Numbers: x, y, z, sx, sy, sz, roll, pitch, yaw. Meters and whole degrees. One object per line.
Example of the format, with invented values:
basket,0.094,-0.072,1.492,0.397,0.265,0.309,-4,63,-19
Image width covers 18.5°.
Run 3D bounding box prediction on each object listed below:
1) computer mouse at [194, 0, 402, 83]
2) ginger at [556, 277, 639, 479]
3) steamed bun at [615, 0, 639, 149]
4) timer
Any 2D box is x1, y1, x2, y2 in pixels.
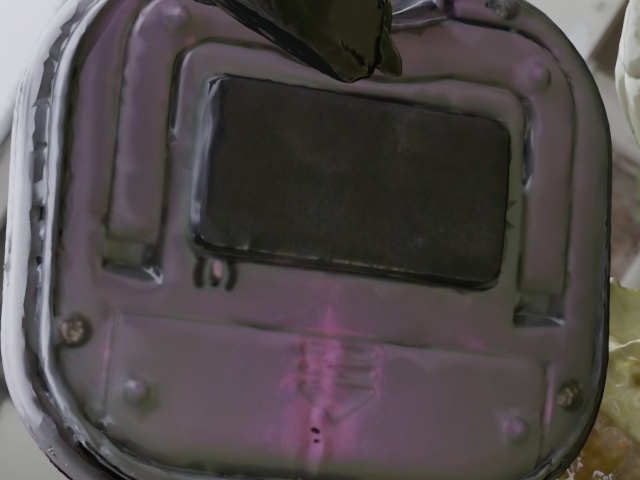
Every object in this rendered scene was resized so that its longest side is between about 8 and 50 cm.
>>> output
computer mouse,-0.041,-0.103,0.468,0.057,0.172,0.099,-32,0,7
ginger,0.150,0.132,0.822,0.221,0.276,0.130,-11,38,38
steamed bun,0.256,-0.022,0.795,0.268,0.280,0.207,22,-97,-59
timer,0.000,0.000,0.659,0.069,0.208,0.191,156,117,-73
